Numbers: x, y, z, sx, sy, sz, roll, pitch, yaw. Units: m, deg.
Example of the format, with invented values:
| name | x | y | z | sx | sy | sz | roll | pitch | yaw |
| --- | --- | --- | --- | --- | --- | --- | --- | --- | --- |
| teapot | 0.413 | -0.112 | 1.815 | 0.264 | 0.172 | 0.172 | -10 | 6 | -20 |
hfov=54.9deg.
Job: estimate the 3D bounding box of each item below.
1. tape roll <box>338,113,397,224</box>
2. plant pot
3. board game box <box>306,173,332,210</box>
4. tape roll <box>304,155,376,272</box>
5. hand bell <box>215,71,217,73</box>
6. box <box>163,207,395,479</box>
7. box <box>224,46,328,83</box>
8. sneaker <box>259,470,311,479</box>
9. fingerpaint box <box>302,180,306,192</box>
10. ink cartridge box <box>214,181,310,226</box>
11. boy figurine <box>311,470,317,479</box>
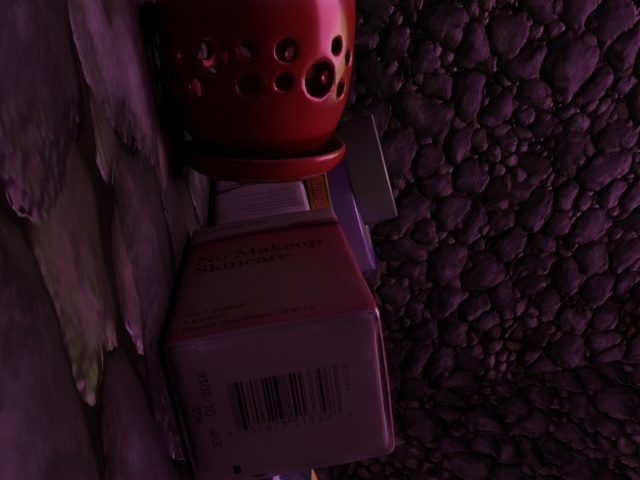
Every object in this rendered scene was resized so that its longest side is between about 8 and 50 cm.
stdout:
| name | x | y | z | sx | sy | sz | roll | pitch | yaw |
| --- | --- | --- | --- | --- | --- | --- | --- | --- | --- |
| tape roll | 0.099 | -0.145 | 1.267 | 0.219 | 0.072 | 0.219 | -14 | 90 | -81 |
| plant pot | -0.063 | -0.155 | 0.619 | 0.191 | 0.191 | 0.174 | -107 | -163 | -69 |
| board game box | 0.000 | 0.000 | 0.974 | 0.259 | 0.039 | 0.124 | 101 | -19 | -66 |
| tape roll | 0.043 | -0.062 | 1.312 | 0.275 | 0.090 | 0.274 | -13 | 90 | -83 |
| hand bell | -0.148 | -0.205 | 1.105 | 0.242 | 0.126 | 0.126 | 141 | -59 | -73 |
| box | -0.037 | 0.072 | 0.528 | 0.232 | 0.149 | 0.126 | -109 | -170 | -68 |
| box | -0.085 | -0.314 | 0.893 | 0.142 | 0.154 | 0.299 | -76 | 147 | -82 |
| sneaker | -0.035 | 0.274 | 0.612 | 0.226 | 0.086 | 0.163 | 66 | 2 | -64 |
| fingerpaint box | -0.063 | 0.007 | 1.376 | 0.371 | 0.163 | 0.444 | 61 | 17 | -64 |
| ink cartridge box | -0.079 | 0.005 | 0.920 | 0.307 | 0.129 | 0.223 | -105 | -171 | -59 |
| boy figurine | -0.041 | 0.378 | 0.893 | 0.285 | 0.092 | 0.177 | -105 | -172 | -70 |
